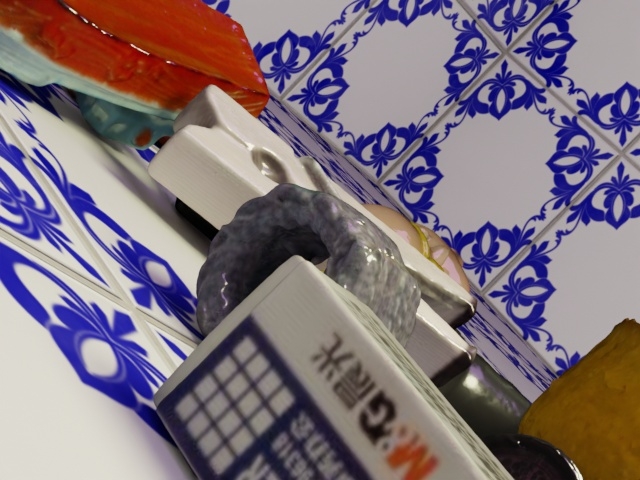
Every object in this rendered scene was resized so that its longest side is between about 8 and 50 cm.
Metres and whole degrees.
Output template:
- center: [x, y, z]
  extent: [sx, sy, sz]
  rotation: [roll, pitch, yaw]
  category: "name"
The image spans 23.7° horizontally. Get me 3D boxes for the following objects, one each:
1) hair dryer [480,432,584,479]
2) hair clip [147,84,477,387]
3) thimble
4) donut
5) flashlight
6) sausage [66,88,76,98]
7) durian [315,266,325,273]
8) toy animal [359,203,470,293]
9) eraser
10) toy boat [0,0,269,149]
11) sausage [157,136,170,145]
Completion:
- center: [0.052, 0.159, 0.918]
  extent: [0.251, 0.089, 0.197]
  rotation: [27, -25, 27]
  category: "hair dryer"
- center: [0.002, -0.003, 1.354]
  extent: [0.331, 0.085, 0.101]
  rotation: [40, 40, -13]
  category: "hair clip"
- center: [-0.010, 0.040, 1.091]
  extent: [0.150, 0.150, 0.098]
  rotation: [49, 7, 38]
  category: "thimble"
- center: [0.224, 0.188, 0.939]
  extent: [0.277, 0.108, 0.277]
  rotation: [57, -6, 10]
  category: "donut"
- center: [0.031, 0.065, 1.468]
  extent: [0.424, 0.103, 0.103]
  rotation: [41, 7, -16]
  category: "flashlight"
- center: [-0.212, -0.179, 1.537]
  extent: [0.089, 0.089, 0.179]
  rotation: [43, 16, -8]
  category: "sausage"
- center: [-0.015, 0.056, 1.258]
  extent: [0.140, 0.078, 0.224]
  rotation: [37, 6, -38]
  category: "durian"
- center: [0.080, 0.040, 1.733]
  extent: [0.248, 0.149, 0.165]
  rotation: [48, 14, -54]
  category: "toy animal"
- center: [0.029, 0.139, 0.777]
  extent: [0.081, 0.124, 0.279]
  rotation: [38, 9, -48]
  category: "eraser"
- center: [-0.204, -0.169, 1.356]
  extent: [0.332, 0.133, 0.145]
  rotation: [20, 40, -47]
  category: "toy boat"
- center: [-0.208, -0.196, 1.674]
  extent: [0.300, 0.083, 0.089]
  rotation: [44, 18, 6]
  category: "sausage"
